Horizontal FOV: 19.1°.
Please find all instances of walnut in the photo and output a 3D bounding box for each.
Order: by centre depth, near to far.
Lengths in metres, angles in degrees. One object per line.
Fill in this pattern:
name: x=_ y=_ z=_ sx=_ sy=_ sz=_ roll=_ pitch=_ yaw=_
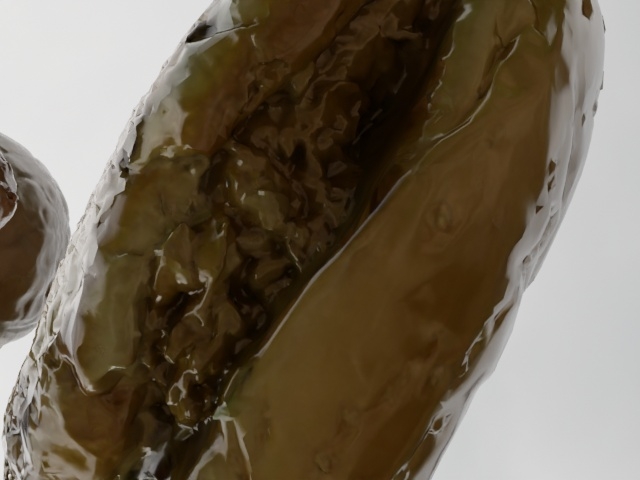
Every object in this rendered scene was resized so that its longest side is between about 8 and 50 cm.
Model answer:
walnut: x=-0.250 y=0.005 z=1.269 sx=0.167 sy=0.207 sz=0.167 roll=0 pitch=-86 yaw=6

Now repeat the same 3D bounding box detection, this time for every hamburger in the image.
hamburger: x=0.000 y=0.000 z=0.752 sx=0.158 sy=0.318 sz=0.318 roll=28 pitch=-111 yaw=0

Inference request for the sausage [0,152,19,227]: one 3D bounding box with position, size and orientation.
sausage: x=-0.287 y=0.057 z=0.970 sx=0.326 sy=0.079 sz=0.087 roll=-45 pitch=-64 yaw=-13
